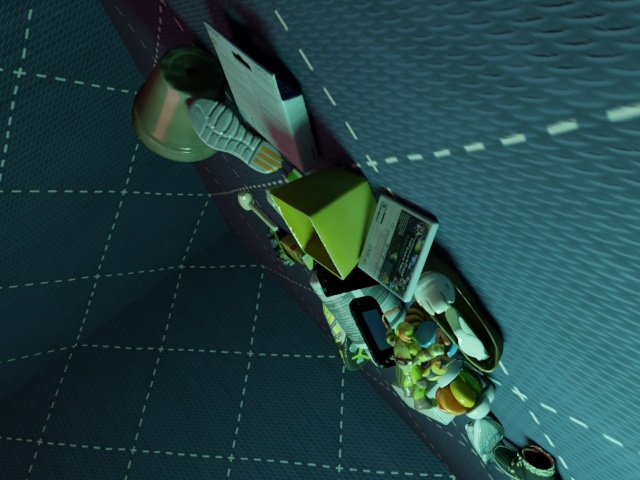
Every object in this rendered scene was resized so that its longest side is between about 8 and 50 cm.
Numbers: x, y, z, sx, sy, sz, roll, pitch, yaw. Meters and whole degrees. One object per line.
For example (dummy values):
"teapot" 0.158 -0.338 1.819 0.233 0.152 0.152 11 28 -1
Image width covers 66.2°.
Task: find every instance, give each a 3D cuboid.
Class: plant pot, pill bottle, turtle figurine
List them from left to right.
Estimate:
"plant pot" -0.433 -0.460 1.591 0.323 0.323 0.280 51 150 2
"plant pot" 0.032 -0.067 1.242 0.212 0.187 0.212 32 156 52
"pill bottle" 0.144 0.212 1.563 0.361 0.204 0.204 55 166 -11
"turtle figurine" 0.216 0.280 1.142 0.269 0.087 0.217 5 111 64

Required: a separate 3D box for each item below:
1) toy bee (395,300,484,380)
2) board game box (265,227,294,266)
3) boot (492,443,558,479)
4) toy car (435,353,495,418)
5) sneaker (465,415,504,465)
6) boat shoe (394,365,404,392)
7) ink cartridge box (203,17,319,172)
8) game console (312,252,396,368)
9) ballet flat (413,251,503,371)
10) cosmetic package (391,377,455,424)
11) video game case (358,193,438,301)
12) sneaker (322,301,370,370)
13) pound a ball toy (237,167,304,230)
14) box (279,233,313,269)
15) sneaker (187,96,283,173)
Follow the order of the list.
"toy bee" 0.272 0.289 1.275 0.195 0.162 0.298 36 -168 -5
"board game box" -0.197 0.032 2.386 0.170 0.048 0.141 64 -176 26
"boot" 0.607 0.654 1.464 0.236 0.085 0.179 26 149 53
"toy car" 0.388 0.423 1.377 0.159 0.136 0.182 47 -153 14
"sneaker" 0.535 0.650 1.643 0.129 0.111 0.297 47 166 42
"boat shoe" 0.297 0.401 1.630 0.302 0.103 0.113 -106 15 -68
"ink cartridge box" -0.145 -0.378 1.265 0.324 0.071 0.330 46 164 30
"game console" 0.128 0.170 1.340 0.044 0.213 0.361 -50 59 47
"ballet flat" 0.292 0.161 1.095 0.342 0.116 0.124 52 -161 -7
"cosmetic package" 0.372 0.490 1.640 0.113 0.160 0.309 51 167 -1
"video game case" 0.169 0.014 1.108 0.173 0.022 0.190 37 118 46
"sneaker" 0.095 0.296 1.784 0.147 0.145 0.385 23 130 54
"pound a ball toy" -0.086 -0.075 1.563 0.319 0.208 0.136 46 165 20
"box" -0.099 0.049 2.236 0.232 0.058 0.087 34 159 54
"sneaker" -0.258 -0.315 1.519 0.321 0.125 0.180 38 -172 -8
